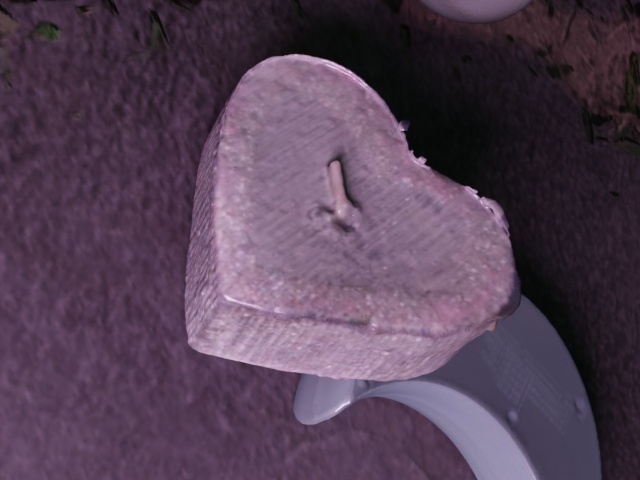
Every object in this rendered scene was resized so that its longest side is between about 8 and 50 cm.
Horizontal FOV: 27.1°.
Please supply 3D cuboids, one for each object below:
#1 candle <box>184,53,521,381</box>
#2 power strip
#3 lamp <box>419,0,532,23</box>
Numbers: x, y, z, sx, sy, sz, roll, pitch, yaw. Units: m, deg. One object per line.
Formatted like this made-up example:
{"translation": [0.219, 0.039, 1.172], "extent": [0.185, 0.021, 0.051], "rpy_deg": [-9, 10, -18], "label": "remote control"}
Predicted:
{"translation": [0.000, 0.000, 0.699], "extent": [0.168, 0.068, 0.192], "rpy_deg": [-35, 76, -35], "label": "candle"}
{"translation": [0.083, 0.098, 0.793], "extent": [0.253, 0.054, 0.167], "rpy_deg": [47, 50, -21], "label": "power strip"}
{"translation": [0.101, -0.191, 0.854], "extent": [0.105, 0.105, 0.105], "rpy_deg": [13, 70, -38], "label": "lamp"}
